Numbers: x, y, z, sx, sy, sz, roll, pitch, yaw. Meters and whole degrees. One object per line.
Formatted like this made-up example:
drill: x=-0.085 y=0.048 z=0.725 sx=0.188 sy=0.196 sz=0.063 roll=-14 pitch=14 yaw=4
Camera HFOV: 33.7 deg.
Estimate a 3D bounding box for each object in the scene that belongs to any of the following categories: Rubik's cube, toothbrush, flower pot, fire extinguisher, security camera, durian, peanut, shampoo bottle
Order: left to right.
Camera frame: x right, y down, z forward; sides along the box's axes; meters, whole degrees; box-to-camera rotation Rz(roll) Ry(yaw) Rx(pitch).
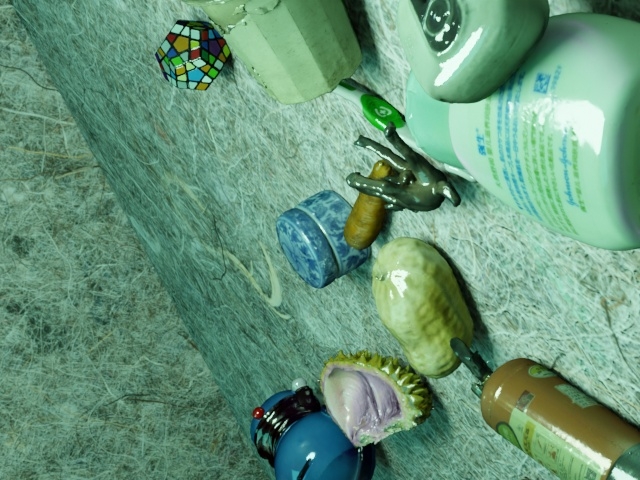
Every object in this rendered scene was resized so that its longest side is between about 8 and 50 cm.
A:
Rubik's cube: x=-0.224 y=-0.326 z=1.851 sx=0.133 sy=0.133 sz=0.112 roll=86 pitch=174 yaw=-53
flower pot: x=-0.054 y=-0.294 z=1.384 sx=0.212 sy=0.212 sz=0.203 roll=31 pitch=155 yaw=51
toothbrush: x=0.078 y=-0.175 z=1.459 sx=0.418 sy=0.042 sz=0.040 roll=35 pitch=141 yaw=43
durian: x=0.107 y=0.277 z=1.981 sx=0.191 sy=0.112 sz=0.341 roll=64 pitch=153 yaw=10
peanut: x=0.153 y=0.103 z=1.572 sx=0.224 sy=0.129 sz=0.129 roll=60 pitch=160 yaw=-12
security camera: x=0.116 y=-0.270 z=1.011 sx=0.157 sy=0.080 sz=0.302 roll=-52 pitch=42 yaw=42
shampoo bottle: x=0.217 y=-0.121 z=1.052 sx=0.349 sy=0.151 sz=0.222 roll=26 pitch=136 yaw=55
fire extinguisher: x=0.326 y=0.272 z=1.429 sx=0.376 sy=0.113 sz=0.200 roll=35 pitch=151 yaw=47

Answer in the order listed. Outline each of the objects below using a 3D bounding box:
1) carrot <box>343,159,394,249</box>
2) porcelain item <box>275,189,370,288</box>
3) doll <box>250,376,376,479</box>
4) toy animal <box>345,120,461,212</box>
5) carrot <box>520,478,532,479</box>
carrot: x=0.079 y=-0.058 z=1.617 sx=0.059 sy=0.059 sz=0.248 roll=51 pitch=155 yaw=18
porcelain item: x=0.000 y=0.000 z=1.800 sx=0.147 sy=0.114 sz=0.147 roll=46 pitch=156 yaw=27
doll: x=-0.012 y=0.470 z=2.342 sx=0.310 sy=0.284 sz=0.240 roll=35 pitch=-167 yaw=39
toy animal: x=0.117 y=-0.084 z=1.411 sx=0.148 sy=0.085 sz=0.232 roll=23 pitch=174 yaw=-12
carrot: x=0.326 y=0.448 z=1.764 sx=0.067 sy=0.067 sz=0.225 roll=52 pitch=161 yaw=17
